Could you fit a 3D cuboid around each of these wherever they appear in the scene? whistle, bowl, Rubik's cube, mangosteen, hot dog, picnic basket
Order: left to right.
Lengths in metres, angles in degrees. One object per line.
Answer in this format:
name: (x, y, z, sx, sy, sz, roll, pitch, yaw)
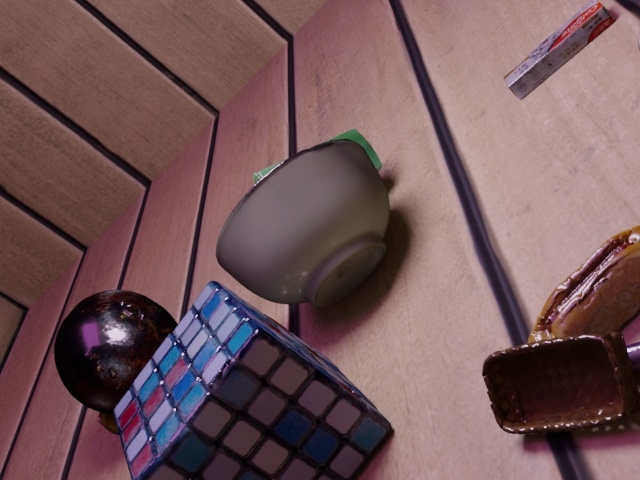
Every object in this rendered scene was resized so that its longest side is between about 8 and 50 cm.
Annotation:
mangosteen: (-0.470, 0.277, 1.946, 0.330, 0.330, 0.330, -40, 26, 24)
Rubik's cube: (-0.117, 0.279, 1.304, 0.292, 0.293, 0.287, -54, 24, -1)
bowl: (0.000, 0.000, 1.546, 0.354, 0.354, 0.185, -46, 68, 13)
picnic basket: (0.285, 0.169, 0.984, 0.193, 0.055, 0.110, -21, 81, 48)
hot dog: (0.347, 0.070, 1.042, 0.242, 0.073, 0.084, -47, 19, 9)
whistle: (0.368, 0.134, 0.958, 0.176, 0.033, 0.033, -26, 34, 44)

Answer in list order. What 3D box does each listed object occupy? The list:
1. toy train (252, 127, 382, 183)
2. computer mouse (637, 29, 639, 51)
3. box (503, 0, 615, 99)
toy train: (-0.016, -0.102, 1.737, 0.301, 0.120, 0.202, -28, -19, -27)
computer mouse: (0.536, -0.315, 1.302, 0.066, 0.039, 0.096, -32, 37, 38)
box: (0.438, -0.354, 1.534, 0.218, 0.039, 0.055, -40, 24, 24)
